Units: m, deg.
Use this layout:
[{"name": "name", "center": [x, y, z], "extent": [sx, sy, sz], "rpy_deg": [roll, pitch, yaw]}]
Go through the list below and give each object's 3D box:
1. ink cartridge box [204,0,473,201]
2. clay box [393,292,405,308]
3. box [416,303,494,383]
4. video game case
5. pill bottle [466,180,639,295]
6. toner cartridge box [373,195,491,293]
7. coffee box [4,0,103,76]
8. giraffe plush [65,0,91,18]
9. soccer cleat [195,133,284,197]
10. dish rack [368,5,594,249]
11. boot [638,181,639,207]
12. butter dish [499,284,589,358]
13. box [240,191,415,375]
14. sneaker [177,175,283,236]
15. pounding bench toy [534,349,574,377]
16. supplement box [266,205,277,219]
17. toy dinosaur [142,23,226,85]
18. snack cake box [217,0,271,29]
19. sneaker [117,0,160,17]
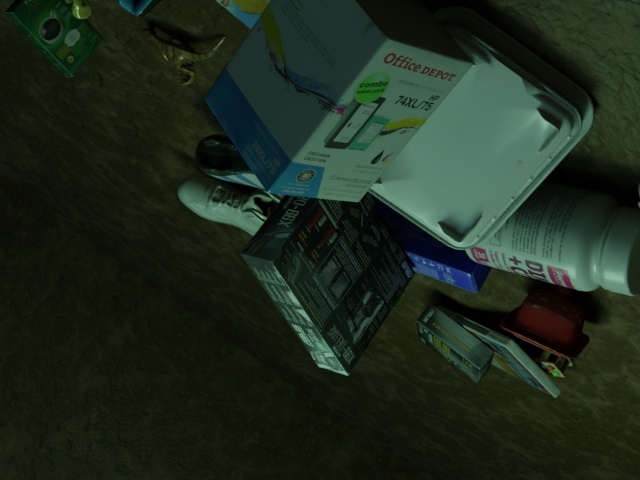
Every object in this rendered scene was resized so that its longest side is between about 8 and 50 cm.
[{"name": "ink cartridge box", "center": [0.021, -0.218, 1.333], "extent": [0.198, 0.270, 0.197], "rpy_deg": [2, -135, -48]}, {"name": "clay box", "center": [0.094, 0.115, 2.421], "extent": [0.127, 0.053, 0.222], "rpy_deg": [41, 157, -20]}, {"name": "box", "center": [0.315, 0.246, 2.298], "extent": [0.183, 0.056, 0.231], "rpy_deg": [38, 172, 15]}, {"name": "video game case", "center": [0.399, 0.249, 2.230], "extent": [0.204, 0.025, 0.285], "rpy_deg": [44, 171, -28]}, {"name": "pill bottle", "center": [0.387, -0.010, 1.578], "extent": [0.283, 0.160, 0.160], "rpy_deg": [16, 153, 37]}, {"name": "toner cartridge box", "center": [0.169, -0.038, 1.821], "extent": [0.348, 0.165, 0.075], "rpy_deg": [21, 156, 30]}, {"name": "coffee box", "center": [-0.549, -0.442, 2.022], "extent": [0.040, 0.113, 0.184], "rpy_deg": [13, 153, 48]}, {"name": "giraffe plush", "center": [-0.407, -0.472, 1.666], "extent": [0.181, 0.170, 0.210], "rpy_deg": [38, 158, -14]}, {"name": "soccer cleat", "center": [-0.097, -0.157, 2.048], "extent": [0.331, 0.116, 0.143], "rpy_deg": [17, -172, 15]}, {"name": "dish rack", "center": [0.200, -0.144, 1.438], "extent": [0.285, 0.072, 0.333], "rpy_deg": [35, 124, -4]}, {"name": "boot", "center": [0.504, -0.086, 1.365], "extent": [0.213, 0.077, 0.165], "rpy_deg": [39, 160, -23]}, {"name": "butter dish", "center": [0.452, 0.140, 1.900], "extent": [0.160, 0.118, 0.160], "rpy_deg": [25, -158, 20]}, {"name": "box", "center": [0.024, 0.041, 1.659], "extent": [0.076, 0.242, 0.307], "rpy_deg": [11, 145, 41]}, {"name": "sneaker", "center": [-0.191, -0.096, 2.304], "extent": [0.293, 0.108, 0.169], "rpy_deg": [24, 158, -5]}, {"name": "pounding bench toy", "center": [0.519, 0.270, 2.141], "extent": [0.052, 0.065, 0.083], "rpy_deg": [3, 145, 52]}, {"name": "supplement box", "center": [0.000, 0.000, 2.049], "extent": [0.191, 0.129, 0.194], "rpy_deg": [7, 177, -19]}, {"name": "toy dinosaur", "center": [-0.260, -0.354, 1.873], "extent": [0.211, 0.064, 0.112], "rpy_deg": [21, 155, 28]}, {"name": "snack cake box", "center": [-0.068, -0.411, 1.438], "extent": [0.152, 0.089, 0.264], "rpy_deg": [36, 159, -12]}, {"name": "sneaker", "center": [-0.264, -0.477, 1.499], "extent": [0.125, 0.139, 0.341], "rpy_deg": [30, 158, 13]}]
